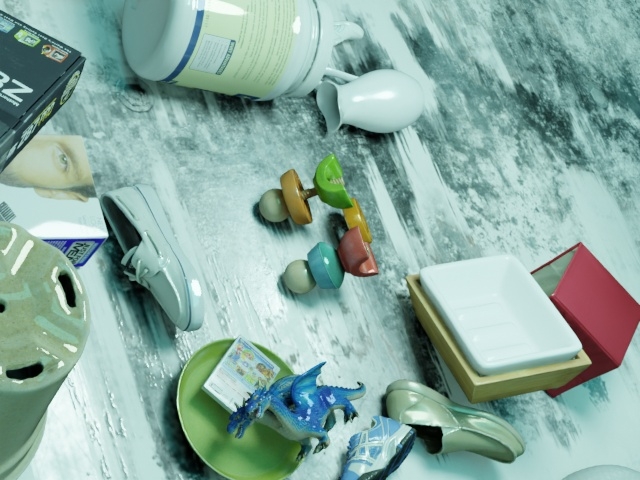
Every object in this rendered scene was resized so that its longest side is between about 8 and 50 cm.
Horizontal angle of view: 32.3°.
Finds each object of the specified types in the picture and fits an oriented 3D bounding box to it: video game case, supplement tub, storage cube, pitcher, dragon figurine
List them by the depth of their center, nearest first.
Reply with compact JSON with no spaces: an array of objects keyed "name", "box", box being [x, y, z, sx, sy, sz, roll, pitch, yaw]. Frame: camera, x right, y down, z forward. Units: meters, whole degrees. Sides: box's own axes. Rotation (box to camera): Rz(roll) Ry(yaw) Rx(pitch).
[{"name":"dragon figurine","box":[-0.021,0.243,1.723,0.289,0.085,0.144,-36,94,-45]},{"name":"video game case","box":[-0.123,0.215,1.726,0.087,0.011,0.122,42,46,-7]},{"name":"supplement tub","box":[-0.163,-0.377,1.968,0.325,0.235,0.235,7,59,-34]},{"name":"storage cube","box":[0.479,0.158,2.154,0.193,0.184,0.215,46,45,-6]},{"name":"pitcher","box":[0.087,-0.292,2.198,0.207,0.125,0.177,-8,52,-28]}]

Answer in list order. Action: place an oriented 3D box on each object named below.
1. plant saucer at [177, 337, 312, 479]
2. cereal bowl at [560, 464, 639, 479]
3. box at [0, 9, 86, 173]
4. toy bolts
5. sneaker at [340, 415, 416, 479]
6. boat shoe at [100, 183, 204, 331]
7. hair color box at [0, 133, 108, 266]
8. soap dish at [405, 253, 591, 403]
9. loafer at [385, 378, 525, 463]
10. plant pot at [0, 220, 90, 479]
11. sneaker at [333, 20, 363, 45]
[{"name":"plant saucer","box":[-0.123,0.270,1.725,0.241,0.037,0.241,18,54,-27]},{"name":"cereal bowl","box":[0.570,0.560,1.997,0.339,0.141,0.339,18,53,-26]},{"name":"box","box":[-0.580,-0.263,1.585,0.395,0.097,0.318,29,37,-4]},{"name":"toy bolts","box":[0.000,0.000,1.960,0.218,0.159,0.228,59,12,-55]},{"name":"sneaker","box":[0.069,0.367,1.796,0.081,0.080,0.211,28,46,24]},{"name":"boat shoe","box":[-0.267,0.028,1.731,0.088,0.096,0.267,-12,69,-37]},{"name":"hair color box","box":[-0.498,-0.059,1.602,0.339,0.110,0.185,-1,62,-39]},{"name":"soap dish","box":[0.308,0.158,1.976,0.229,0.118,0.291,-8,40,-20]},{"name":"loafer","box":[0.226,0.333,1.913,0.269,0.102,0.092,24,60,-7]},{"name":"plant pot","box":[-0.447,0.137,1.374,0.334,0.305,0.333,19,53,-27]},{"name":"sneaker","box":[0.023,-0.422,2.275,0.152,0.054,0.061,3,77,-33]}]
